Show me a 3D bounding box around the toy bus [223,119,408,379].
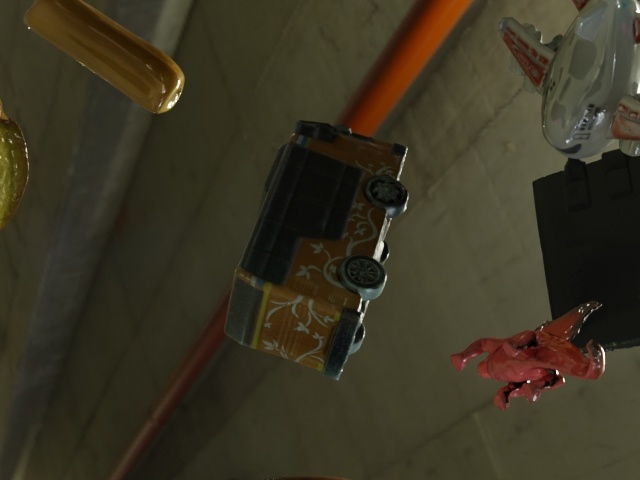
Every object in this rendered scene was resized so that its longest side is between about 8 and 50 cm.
[{"bbox_3d":[0.000,0.000,1.238,0.138,0.167,0.275,105,4,-50],"label":"toy bus"}]

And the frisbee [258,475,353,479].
[{"bbox_3d":[-0.036,0.328,1.246,0.251,0.251,0.021,111,-21,-50],"label":"frisbee"}]

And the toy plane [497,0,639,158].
[{"bbox_3d":[0.309,-0.188,1.226,0.252,0.118,0.252,39,-28,25],"label":"toy plane"}]

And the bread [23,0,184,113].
[{"bbox_3d":[-0.296,-0.268,1.489,0.239,0.092,0.074,34,-65,0],"label":"bread"}]

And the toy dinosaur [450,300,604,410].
[{"bbox_3d":[0.237,0.097,1.047,0.070,0.139,0.286,60,-23,2],"label":"toy dinosaur"}]

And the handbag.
[{"bbox_3d":[0.508,0.000,1.706,0.303,0.122,0.329,-19,-109,36],"label":"handbag"}]

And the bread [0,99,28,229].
[{"bbox_3d":[-0.439,-0.095,1.126,0.270,0.148,0.269,10,-66,23],"label":"bread"}]
